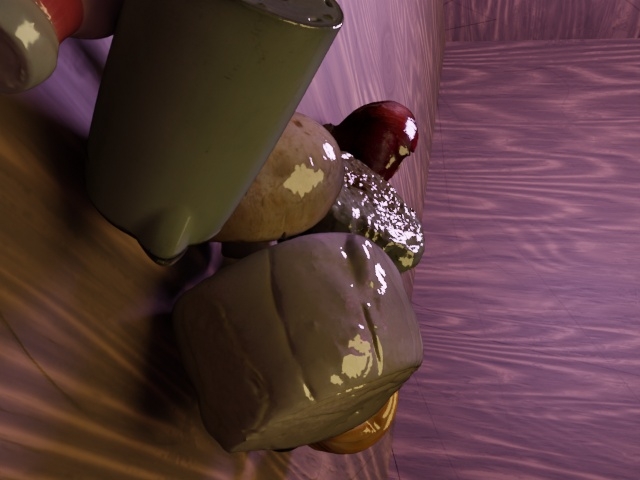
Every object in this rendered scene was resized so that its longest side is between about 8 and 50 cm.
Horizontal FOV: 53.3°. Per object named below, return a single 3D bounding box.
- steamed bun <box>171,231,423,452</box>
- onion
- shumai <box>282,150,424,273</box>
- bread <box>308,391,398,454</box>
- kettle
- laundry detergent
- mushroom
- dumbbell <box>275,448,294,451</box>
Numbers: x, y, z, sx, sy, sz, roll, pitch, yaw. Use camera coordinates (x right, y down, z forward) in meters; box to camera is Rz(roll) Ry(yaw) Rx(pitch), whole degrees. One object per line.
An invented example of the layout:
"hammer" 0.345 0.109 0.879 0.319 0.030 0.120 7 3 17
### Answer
"steamed bun" 0.010 0.121 0.839 0.383 0.236 0.247 9 51 -60
"onion" 0.073 -0.180 1.345 0.272 0.195 0.272 -58 -169 18
"shumai" 0.000 0.000 1.129 0.263 0.304 0.309 -58 -166 27
"bread" 0.044 0.315 1.181 0.173 0.121 0.311 -45 180 -21
"kettle" -0.112 -0.142 0.579 0.255 0.165 0.240 -59 -147 34
"laundry detergent" -0.187 -0.249 0.531 0.159 0.087 0.335 89 16 -51
"mushroom" -0.064 -0.071 0.820 0.254 0.188 0.195 -46 135 -60
"dumbbell" -0.077 0.257 1.012 0.191 0.100 0.100 73 26 -50
